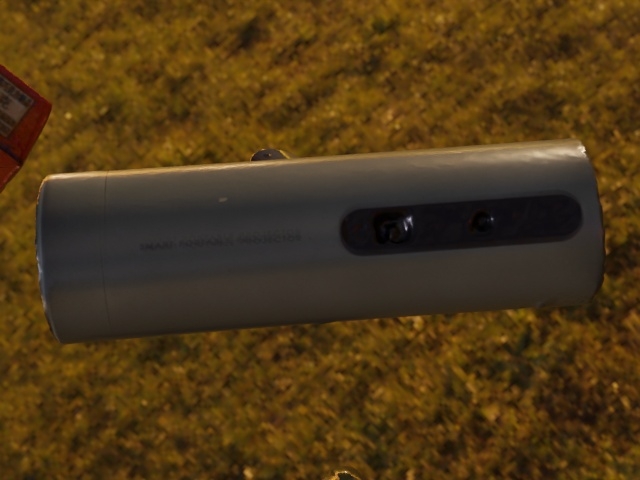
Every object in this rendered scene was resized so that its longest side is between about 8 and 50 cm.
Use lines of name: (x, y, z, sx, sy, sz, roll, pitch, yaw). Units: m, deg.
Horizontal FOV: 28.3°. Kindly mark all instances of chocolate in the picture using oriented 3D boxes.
chocolate: (-0.464, -0.164, 1.570, 0.108, 0.237, 0.235, -57, 13, -26)

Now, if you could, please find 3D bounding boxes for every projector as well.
projector: (0.000, 0.000, 0.784, 0.337, 0.108, 0.108, -4, 34, -3)

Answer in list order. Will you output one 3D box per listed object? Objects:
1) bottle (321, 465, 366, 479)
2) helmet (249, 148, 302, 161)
bottle: (-0.067, 0.300, 1.097, 0.271, 0.143, 0.156, -24, 52, -8)
helmet: (-0.035, 0.008, 1.242, 0.107, 0.153, 0.177, 25, 70, 42)
